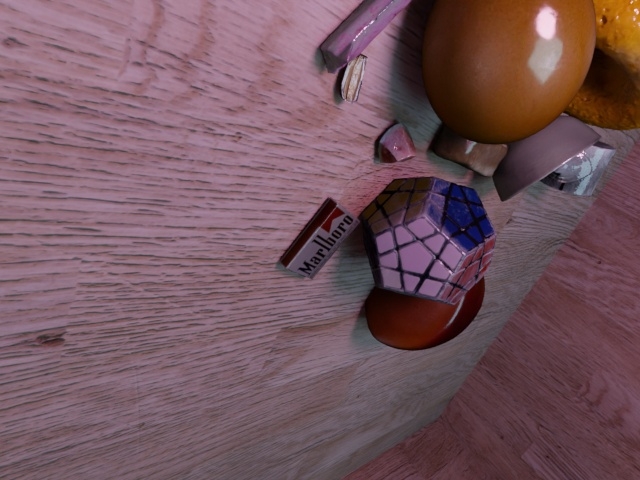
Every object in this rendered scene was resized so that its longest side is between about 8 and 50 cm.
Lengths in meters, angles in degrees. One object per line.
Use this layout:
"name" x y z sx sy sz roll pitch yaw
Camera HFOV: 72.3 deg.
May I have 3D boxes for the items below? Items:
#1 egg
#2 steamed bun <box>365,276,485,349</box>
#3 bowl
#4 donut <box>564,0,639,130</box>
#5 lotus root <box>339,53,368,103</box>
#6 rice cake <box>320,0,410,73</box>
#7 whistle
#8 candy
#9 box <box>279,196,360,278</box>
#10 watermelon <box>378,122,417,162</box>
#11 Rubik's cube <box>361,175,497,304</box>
"egg" 0.322 -0.334 0.775 0.282 0.282 0.351 -36 141 -16
"steamed bun" 0.326 0.170 1.289 0.235 0.248 0.379 21 106 -54
"bowl" 0.578 -0.246 1.188 0.289 0.146 0.289 -34 175 -4
"donut" 0.661 -0.417 0.990 0.163 0.377 0.435 -48 140 0
"lotus root" 0.053 -0.282 0.759 0.037 0.030 0.083 7 120 -14
"rice cake" 0.115 -0.378 0.692 0.290 0.081 0.051 -47 132 -2
"whistle" 0.869 -0.287 1.532 0.405 0.188 0.168 -54 160 -61
"candy" 0.378 -0.229 1.092 0.234 0.102 0.104 3 121 -50
"box" 0.000 0.000 0.965 0.177 0.036 0.115 -51 145 5
"watermelon" 0.170 -0.202 0.927 0.084 0.072 0.092 -34 142 -48
"Rubik's cube" 0.244 0.001 1.027 0.319 0.319 0.264 -22 163 -32
